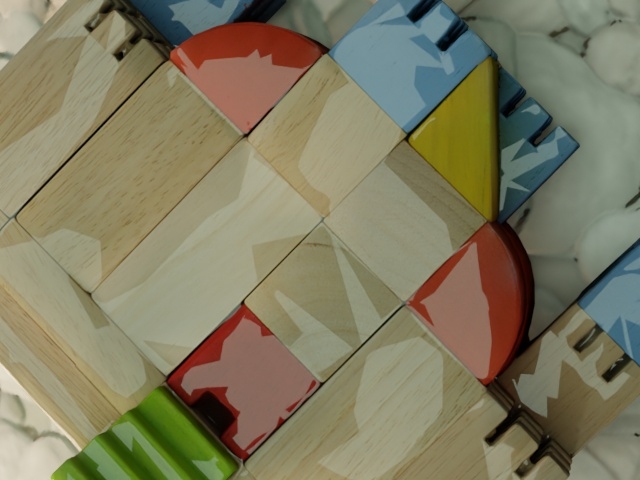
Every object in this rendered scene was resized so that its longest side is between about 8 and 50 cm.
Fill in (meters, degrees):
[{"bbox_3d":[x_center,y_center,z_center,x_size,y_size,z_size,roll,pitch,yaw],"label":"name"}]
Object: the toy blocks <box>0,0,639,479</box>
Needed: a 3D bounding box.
[{"bbox_3d":[0.000,0.000,0.727,0.261,0.191,0.381,-45,84,8],"label":"toy blocks"}]
